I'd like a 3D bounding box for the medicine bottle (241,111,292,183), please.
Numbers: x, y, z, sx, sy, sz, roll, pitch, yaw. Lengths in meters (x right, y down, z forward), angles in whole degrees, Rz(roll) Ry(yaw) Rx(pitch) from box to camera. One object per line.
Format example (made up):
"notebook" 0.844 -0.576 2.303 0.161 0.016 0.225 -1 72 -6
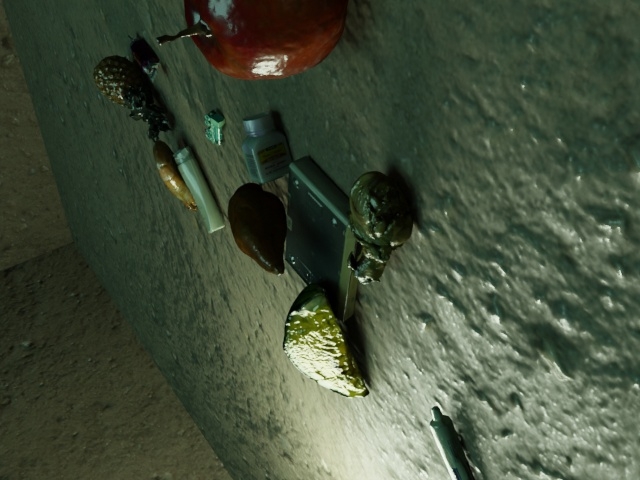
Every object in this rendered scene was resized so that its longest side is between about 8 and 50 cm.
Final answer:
"medicine bottle" -0.102 -0.171 1.450 0.055 0.074 0.117 21 130 58

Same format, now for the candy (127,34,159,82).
"candy" -0.416 -0.435 1.875 0.175 0.043 0.045 54 156 30

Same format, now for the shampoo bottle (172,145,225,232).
"shampoo bottle" -0.293 -0.122 1.911 0.212 0.049 0.072 66 169 0

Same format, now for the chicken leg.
"chicken leg" 0.087 -0.006 1.215 0.103 0.088 0.227 31 138 30

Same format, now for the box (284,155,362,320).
"box" 0.000 0.000 1.443 0.211 0.045 0.270 48 151 29

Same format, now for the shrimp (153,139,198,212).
"shrimp" -0.358 -0.158 1.972 0.133 0.053 0.236 64 -177 41

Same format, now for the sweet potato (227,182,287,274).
"sweet potato" -0.117 -0.041 1.474 0.359 0.112 0.112 -116 15 -55

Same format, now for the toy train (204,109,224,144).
"toy train" -0.224 -0.240 1.690 0.045 0.029 0.092 37 151 18

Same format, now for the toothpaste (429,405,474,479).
"toothpaste" 0.233 0.383 1.352 0.060 0.038 0.233 10 124 66

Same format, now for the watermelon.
"watermelon" 0.007 0.187 1.515 0.129 0.123 0.301 9 139 31

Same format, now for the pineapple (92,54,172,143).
"pineapple" -0.460 -0.351 1.967 0.251 0.125 0.125 50 152 18

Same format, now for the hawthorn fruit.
"hawthorn fruit" -0.101 -0.317 1.076 0.242 0.272 0.241 39 150 28
